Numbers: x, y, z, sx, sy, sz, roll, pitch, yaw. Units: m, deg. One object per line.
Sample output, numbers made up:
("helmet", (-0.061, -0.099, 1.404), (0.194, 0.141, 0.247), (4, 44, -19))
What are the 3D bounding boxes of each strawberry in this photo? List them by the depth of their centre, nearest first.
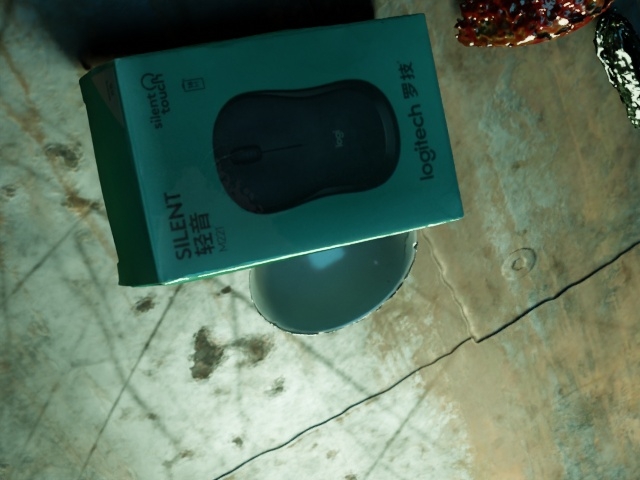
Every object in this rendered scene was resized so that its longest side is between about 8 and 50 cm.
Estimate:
("strawberry", (0.231, -0.256, 1.286), (0.192, 0.085, 0.140), (-16, 132, -15))

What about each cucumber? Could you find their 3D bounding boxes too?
("cucumber", (0.342, -0.186, 1.422), (0.053, 0.053, 0.181), (-37, 131, 0))

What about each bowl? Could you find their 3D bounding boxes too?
("bowl", (0.000, 0.000, 1.348), (0.189, 0.086, 0.189), (-13, 128, -18))

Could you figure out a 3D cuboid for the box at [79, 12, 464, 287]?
("box", (-0.040, -0.083, 1.180), (0.311, 0.118, 0.205), (-11, 90, -21))
